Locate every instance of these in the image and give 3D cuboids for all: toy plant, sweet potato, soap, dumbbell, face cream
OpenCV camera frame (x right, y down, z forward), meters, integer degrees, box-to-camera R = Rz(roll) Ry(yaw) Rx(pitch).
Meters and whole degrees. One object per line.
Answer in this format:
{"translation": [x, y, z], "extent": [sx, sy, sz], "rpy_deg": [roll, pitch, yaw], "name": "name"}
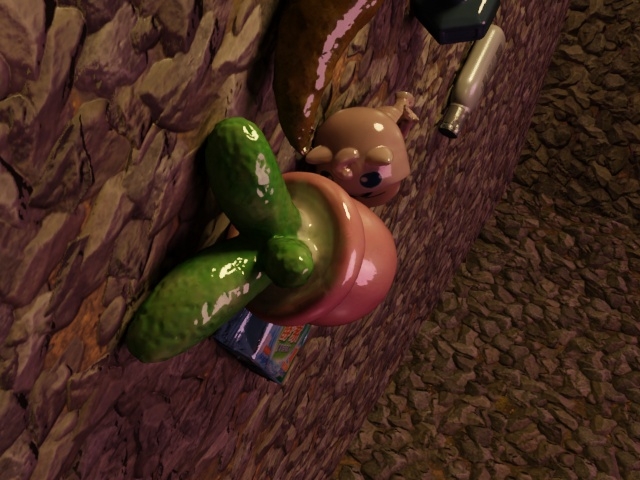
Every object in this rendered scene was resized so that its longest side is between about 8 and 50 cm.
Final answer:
{"translation": [-0.059, 0.031, 1.168], "extent": [0.356, 0.211, 0.317], "rpy_deg": [15, 100, -61], "name": "toy plant"}
{"translation": [0.031, -0.317, 1.105], "extent": [0.422, 0.131, 0.130], "rpy_deg": [-65, 164, -2], "name": "sweet potato"}
{"translation": [-0.081, 0.144, 1.463], "extent": [0.156, 0.077, 0.293], "rpy_deg": [-63, 164, -12], "name": "soap"}
{"translation": [0.229, -0.466, 1.491], "extent": [0.156, 0.144, 0.316], "rpy_deg": [-64, 164, -11], "name": "dumbbell"}
{"translation": [0.376, -0.388, 2.193], "extent": [0.291, 0.071, 0.144], "rpy_deg": [-64, 163, -10], "name": "face cream"}

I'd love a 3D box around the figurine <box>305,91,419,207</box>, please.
{"translation": [0.087, -0.144, 1.458], "extent": [0.287, 0.176, 0.186], "rpy_deg": [-65, 146, -66], "name": "figurine"}
